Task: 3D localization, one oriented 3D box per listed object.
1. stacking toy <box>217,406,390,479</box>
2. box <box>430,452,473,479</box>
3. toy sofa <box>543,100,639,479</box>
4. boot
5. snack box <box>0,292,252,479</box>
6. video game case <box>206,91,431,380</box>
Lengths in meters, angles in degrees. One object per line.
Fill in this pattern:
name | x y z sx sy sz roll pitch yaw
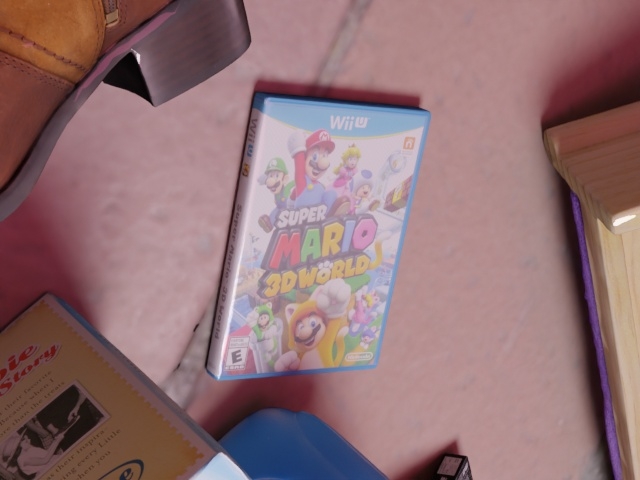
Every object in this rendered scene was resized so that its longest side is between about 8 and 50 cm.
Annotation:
stacking toy | 0.019 0.252 0.725 0.166 0.175 0.302 -44 139 -10
box | 0.085 0.198 0.793 0.083 0.018 0.067 -54 137 -45
toy sofa | 0.262 0.065 0.828 0.150 0.177 0.362 -18 121 -1
boot | -0.166 -0.149 0.449 0.264 0.096 0.280 -33 124 -20
snack box | -0.191 0.176 0.504 0.322 0.187 0.060 -42 127 -14
video game case | 0.000 0.000 0.679 0.119 0.015 0.166 1 108 -35
